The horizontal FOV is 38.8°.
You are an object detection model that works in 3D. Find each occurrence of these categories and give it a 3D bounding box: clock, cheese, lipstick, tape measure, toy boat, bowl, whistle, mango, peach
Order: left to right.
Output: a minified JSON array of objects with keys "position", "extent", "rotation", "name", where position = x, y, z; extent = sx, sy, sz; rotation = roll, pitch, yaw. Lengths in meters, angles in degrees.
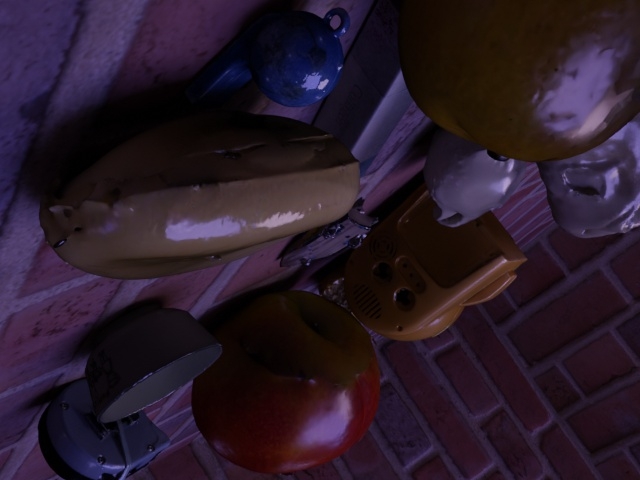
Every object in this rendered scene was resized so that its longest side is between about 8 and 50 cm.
[{"position":[-0.359,0.311,1.471],"extent":[0.107,0.182,0.181],"rotation":[-43,176,25],"name":"tape measure"},{"position":[-0.260,0.169,1.340],"extent":[0.211,0.112,0.211],"rotation":[-33,168,-8],"name":"bowl"},{"position":[-0.116,-0.032,0.848],"extent":[0.260,0.128,0.316],"rotation":[-25,169,27],"name":"cheese"},{"position":[-0.035,-0.145,0.789],"extent":[0.158,0.090,0.090],"rotation":[-39,166,22],"name":"whistle"},{"position":[-0.064,0.277,1.700],"extent":[0.370,0.370,0.370],"rotation":[-32,167,-8],"name":"peach"},{"position":[0.000,0.000,1.481],"extent":[0.084,0.066,0.210],"rotation":[23,140,-35],"name":"toy boat"},{"position":[0.056,-0.159,1.003],"extent":[0.068,0.066,0.317],"rotation":[-27,166,-27],"name":"lipstick"},{"position":[0.186,0.046,1.674],"extent":[0.317,0.244,0.200],"rotation":[-39,162,17],"name":"clock"},{"position":[0.253,-0.261,0.771],"extent":[0.445,0.220,0.301],"rotation":[-50,143,1],"name":"mango"}]

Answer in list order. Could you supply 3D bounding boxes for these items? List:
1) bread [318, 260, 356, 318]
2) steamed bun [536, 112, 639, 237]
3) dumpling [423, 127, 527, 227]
[{"position":[0.085,0.099,1.912],"extent":[0.174,0.121,0.245],"rotation":[-26,172,2],"name":"bread"},{"position":[0.367,-0.174,1.048],"extent":[0.220,0.324,0.309],"rotation":[-1,-153,24],"name":"steamed bun"},{"position":[0.241,-0.133,1.411],"extent":[0.193,0.147,0.258],"rotation":[-78,-170,-45],"name":"dumpling"}]
